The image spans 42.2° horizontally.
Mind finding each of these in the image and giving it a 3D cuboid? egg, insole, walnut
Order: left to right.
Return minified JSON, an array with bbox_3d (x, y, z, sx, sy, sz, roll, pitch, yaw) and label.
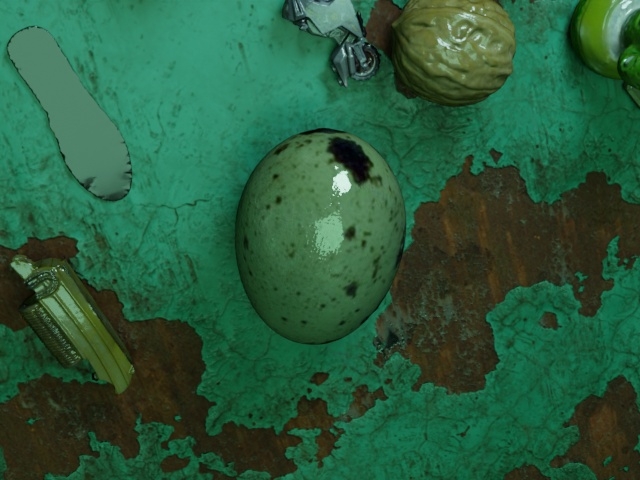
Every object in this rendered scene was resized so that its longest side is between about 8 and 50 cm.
[{"bbox_3d":[-0.414,-0.206,1.394,0.109,0.007,0.322,-28,112,-1],"label":"insole"},{"bbox_3d":[0.000,0.000,1.397,0.288,0.287,0.379,-6,116,-9],"label":"egg"},{"bbox_3d":[0.214,-0.323,1.377,0.213,0.213,0.213,-3,110,-9],"label":"walnut"}]

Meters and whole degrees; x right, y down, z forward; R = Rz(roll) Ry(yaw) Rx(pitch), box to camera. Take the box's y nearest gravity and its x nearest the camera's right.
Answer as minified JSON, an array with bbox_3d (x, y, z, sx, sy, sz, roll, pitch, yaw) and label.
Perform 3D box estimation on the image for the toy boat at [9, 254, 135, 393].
[{"bbox_3d":[-0.445,0.150,1.472,0.115,0.089,0.310,-32,112,-8],"label":"toy boat"}]

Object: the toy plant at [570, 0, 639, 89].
[{"bbox_3d":[0.556,-0.345,1.361,0.224,0.316,0.184,-39,111,7],"label":"toy plant"}]

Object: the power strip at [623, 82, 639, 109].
[{"bbox_3d":[0.646,-0.320,1.541,0.169,0.028,0.076,-43,111,8],"label":"power strip"}]

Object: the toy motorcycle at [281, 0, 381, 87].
[{"bbox_3d":[0.016,-0.350,1.385,0.122,0.080,0.215,-29,117,0],"label":"toy motorcycle"}]
